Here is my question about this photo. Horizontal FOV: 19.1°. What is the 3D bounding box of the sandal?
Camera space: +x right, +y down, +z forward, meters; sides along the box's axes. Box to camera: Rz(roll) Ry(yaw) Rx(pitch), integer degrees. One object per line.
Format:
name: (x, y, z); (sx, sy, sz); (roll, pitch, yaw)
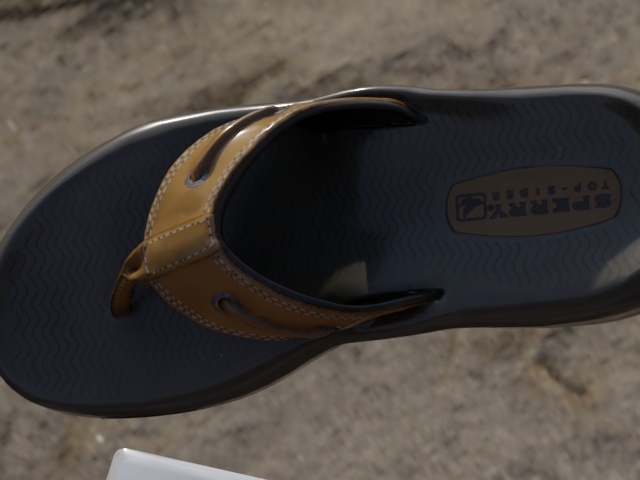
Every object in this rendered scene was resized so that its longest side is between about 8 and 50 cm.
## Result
sandal: (0.000, 0.000, 0.531); (0.219, 0.060, 0.090); (-6, 82, 19)

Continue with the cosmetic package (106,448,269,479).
cosmetic package: (0.027, 0.239, 0.731); (0.155, 0.365, 0.197); (9, 70, 26)
